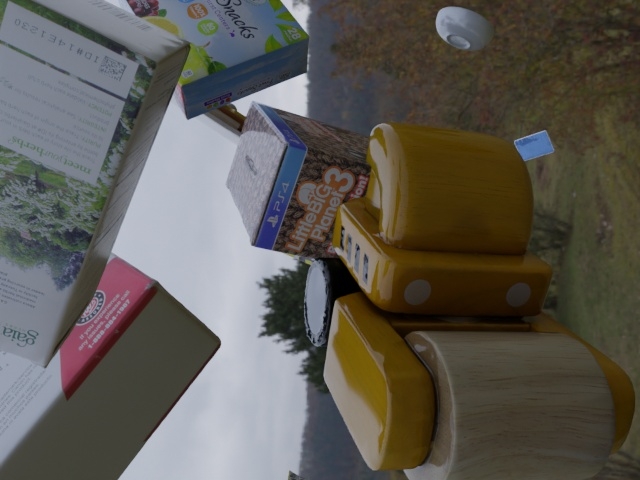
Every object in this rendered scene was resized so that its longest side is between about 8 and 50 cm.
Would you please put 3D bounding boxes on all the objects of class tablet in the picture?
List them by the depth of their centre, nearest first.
[{"bbox_3d":[0.488,-0.216,1.322,0.006,0.083,0.054,-34,-78,-37],"label":"tablet"}]

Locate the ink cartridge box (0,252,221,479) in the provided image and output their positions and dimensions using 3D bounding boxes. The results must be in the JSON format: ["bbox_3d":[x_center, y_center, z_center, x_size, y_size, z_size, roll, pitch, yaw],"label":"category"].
[{"bbox_3d":[-0.364,0.127,0.750,0.279,0.385,0.160,-53,-39,-15],"label":"ink cartridge box"}]

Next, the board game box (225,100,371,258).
[{"bbox_3d":[0.034,-0.073,0.845,0.141,0.291,0.232,-69,25,19],"label":"board game box"}]

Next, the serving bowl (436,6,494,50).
[{"bbox_3d":[0.195,-0.285,0.795,0.083,0.083,0.027,39,-105,-81],"label":"serving bowl"}]

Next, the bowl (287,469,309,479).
[{"bbox_3d":[-0.024,0.504,1.038,0.170,0.080,0.170,-177,90,-89],"label":"bowl"}]

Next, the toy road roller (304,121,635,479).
[{"bbox_3d":[0.114,0.031,0.518,0.329,0.203,0.240,-124,40,-65],"label":"toy road roller"}]

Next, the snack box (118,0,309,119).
[{"bbox_3d":[-0.140,-0.275,0.741,0.207,0.175,0.070,57,162,21],"label":"snack box"}]

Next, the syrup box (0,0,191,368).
[{"bbox_3d":[-0.181,-0.040,0.392,0.236,0.093,0.096,-61,12,23],"label":"syrup box"}]

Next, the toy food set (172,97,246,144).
[{"bbox_3d":[-0.208,-0.269,1.034,0.092,0.306,0.220,-58,11,0],"label":"toy food set"}]

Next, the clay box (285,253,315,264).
[{"bbox_3d":[0.000,0.000,1.301,0.127,0.222,0.053,-49,-24,-47],"label":"clay box"}]
